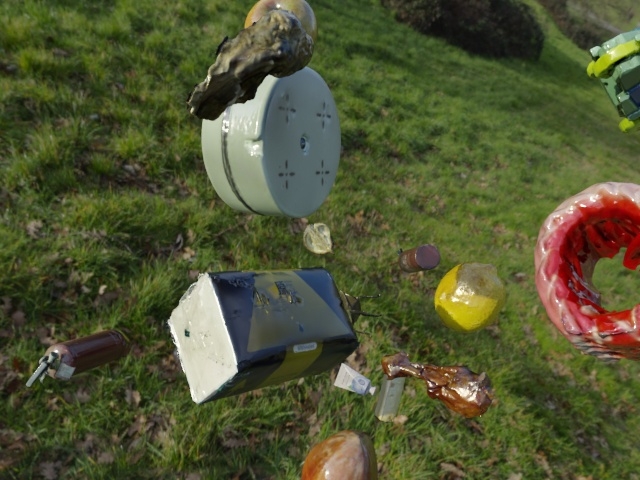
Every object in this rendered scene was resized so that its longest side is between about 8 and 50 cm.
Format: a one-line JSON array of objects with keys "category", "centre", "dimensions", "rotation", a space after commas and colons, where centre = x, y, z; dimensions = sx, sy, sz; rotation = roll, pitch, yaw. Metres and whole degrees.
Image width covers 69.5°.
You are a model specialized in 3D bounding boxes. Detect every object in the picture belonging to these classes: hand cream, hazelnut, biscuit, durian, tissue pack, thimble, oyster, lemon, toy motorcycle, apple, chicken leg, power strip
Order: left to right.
[{"category": "oyster", "centre": [-0.101, -0.284, 0.774], "dimensions": [0.094, 0.166, 0.294], "rotation": [42, 69, -3]}, {"category": "tissue pack", "centre": [-0.142, 0.231, 1.193], "dimensions": [0.417, 0.253, 0.264], "rotation": [2, 53, -44]}, {"category": "power strip", "centre": [-0.093, -0.221, 1.057], "dimensions": [0.162, 0.357, 0.357], "rotation": [7, 37, 30]}, {"category": "apple", "centre": [-0.094, -0.514, 1.141], "dimensions": [0.183, 0.155, 0.182], "rotation": [-2, 73, 7]}, {"category": "durian", "centre": [0.002, -0.002, 1.643], "dimensions": [0.140, 0.110, 0.071], "rotation": [46, 11, -4]}, {"category": "hazelnut", "centre": [0.049, 0.541, 1.076], "dimensions": [0.177, 0.214, 0.214], "rotation": [21, 44, 6]}, {"category": "hand cream", "centre": [0.124, 0.494, 1.601], "dimensions": [0.142, 0.084, 0.053], "rotation": [21, 3, 15]}, {"category": "biscuit", "centre": [0.207, 0.442, 1.362], "dimensions": [0.056, 0.187, 0.052], "rotation": [13, 1, -18]}, {"category": "chicken leg", "centre": [0.280, 0.338, 1.134], "dimensions": [0.305, 0.093, 0.113], "rotation": [11, 63, 47]}, {"category": "lemon", "centre": [0.533, 0.201, 1.649], "dimensions": [0.234, 0.288, 0.233], "rotation": [27, 16, -8]}, {"category": "thimble", "centre": [0.343, 0.035, 0.522], "dimensions": [0.125, 0.163, 0.189], "rotation": [27, 59, -38]}, {"category": "toy motorcycle", "centre": [0.690, -0.371, 0.969], "dimensions": [0.327, 0.200, 0.191], "rotation": [1, 65, -56]}]

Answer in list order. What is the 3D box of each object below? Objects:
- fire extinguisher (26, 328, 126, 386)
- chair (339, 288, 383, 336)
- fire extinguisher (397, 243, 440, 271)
[{"category": "fire extinguisher", "centre": [-0.645, 0.312, 1.230], "dimensions": [0.105, 0.104, 0.269], "rotation": [30, 7, 11]}, {"category": "chair", "centre": [0.149, 0.297, 1.979], "dimensions": [0.213, 0.174, 0.149], "rotation": [9, 34, 33]}, {"category": "fire extinguisher", "centre": [0.433, 0.082, 2.125], "dimensions": [0.115, 0.337, 0.135], "rotation": [-22, 85, -10]}]
